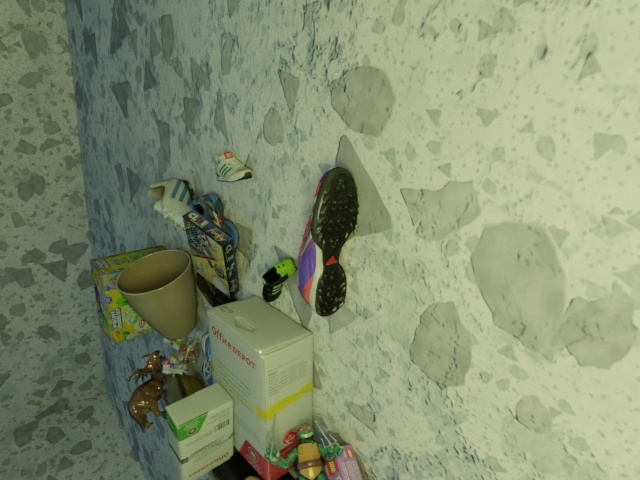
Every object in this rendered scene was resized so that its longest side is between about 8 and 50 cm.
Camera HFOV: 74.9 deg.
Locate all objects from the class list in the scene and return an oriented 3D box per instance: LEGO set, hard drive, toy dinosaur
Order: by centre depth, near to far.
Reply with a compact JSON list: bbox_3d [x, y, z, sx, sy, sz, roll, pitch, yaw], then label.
[{"bbox_3d":[-0.186,0.673,1.196,0.171,0.254,0.054,21,82,46],"label":"hard drive"},{"bbox_3d":[-0.690,0.605,1.645,0.127,0.296,0.200,-29,116,26],"label":"toy dinosaur"},{"bbox_3d":[-0.545,0.413,1.646,0.287,0.132,0.107,44,118,64],"label":"LEGO set"}]

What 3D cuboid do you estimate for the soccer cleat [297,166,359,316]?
[{"bbox_3d":[0.000,0.000,0.860,0.116,0.108,0.319,32,127,46],"label":"soccer cleat"}]

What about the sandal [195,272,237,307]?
[{"bbox_3d":[-0.326,0.167,1.336,0.219,0.089,0.060,49,156,20],"label":"sandal"}]

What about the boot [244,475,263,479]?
[{"bbox_3d":[-0.083,0.705,1.077,0.090,0.207,0.248,-47,64,5],"label":"boot"}]

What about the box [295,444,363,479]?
[{"bbox_3d":[0.048,0.654,0.948,0.201,0.057,0.294,-54,43,33],"label":"box"}]

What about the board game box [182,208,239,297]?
[{"bbox_3d":[-0.314,0.043,1.214,0.165,0.042,0.244,34,144,22],"label":"board game box"}]

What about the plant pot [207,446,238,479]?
[{"bbox_3d":[-0.345,0.806,1.526,0.108,0.109,0.097,22,104,45],"label":"plant pot"}]

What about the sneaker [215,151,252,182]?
[{"bbox_3d":[-0.241,-0.199,1.123,0.161,0.057,0.076,12,116,51],"label":"sneaker"}]

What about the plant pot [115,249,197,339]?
[{"bbox_3d":[-0.551,0.215,1.510,0.256,0.256,0.274,26,137,44],"label":"plant pot"}]

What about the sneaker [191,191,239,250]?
[{"bbox_3d":[-0.315,-0.042,1.236,0.221,0.087,0.083,56,138,20],"label":"sneaker"}]

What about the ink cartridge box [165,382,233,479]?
[{"bbox_3d":[-0.312,0.503,1.093,0.086,0.152,0.209,29,123,42],"label":"ink cartridge box"}]

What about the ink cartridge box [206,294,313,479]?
[{"bbox_3d":[-0.161,0.381,1.120,0.279,0.160,0.386,21,118,45],"label":"ink cartridge box"}]

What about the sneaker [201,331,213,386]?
[{"bbox_3d":[-0.364,0.425,1.444,0.081,0.080,0.212,2,103,53],"label":"sneaker"}]

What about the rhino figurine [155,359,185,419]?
[{"bbox_3d":[-0.579,0.572,1.611,0.106,0.073,0.244,-41,64,27],"label":"rhino figurine"}]

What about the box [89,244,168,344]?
[{"bbox_3d":[-0.718,0.205,1.648,0.177,0.279,0.290,25,119,44],"label":"box"}]

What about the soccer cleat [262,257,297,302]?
[{"bbox_3d":[-0.122,0.104,1.060,0.060,0.072,0.179,58,138,21],"label":"soccer cleat"}]

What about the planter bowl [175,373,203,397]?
[{"bbox_3d":[-0.532,0.622,1.697,0.217,0.090,0.218,16,111,49],"label":"planter bowl"}]

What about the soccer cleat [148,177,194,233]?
[{"bbox_3d":[-0.445,-0.074,1.340,0.331,0.143,0.116,49,134,29],"label":"soccer cleat"}]

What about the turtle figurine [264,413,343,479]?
[{"bbox_3d":[-0.024,0.503,0.945,0.118,0.175,0.234,62,-169,-58],"label":"turtle figurine"}]
